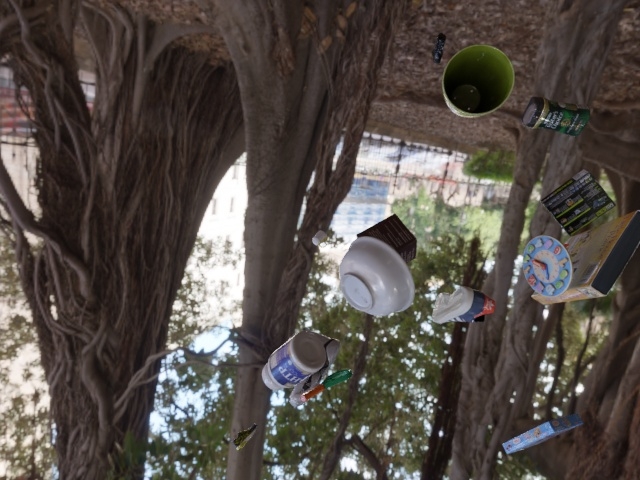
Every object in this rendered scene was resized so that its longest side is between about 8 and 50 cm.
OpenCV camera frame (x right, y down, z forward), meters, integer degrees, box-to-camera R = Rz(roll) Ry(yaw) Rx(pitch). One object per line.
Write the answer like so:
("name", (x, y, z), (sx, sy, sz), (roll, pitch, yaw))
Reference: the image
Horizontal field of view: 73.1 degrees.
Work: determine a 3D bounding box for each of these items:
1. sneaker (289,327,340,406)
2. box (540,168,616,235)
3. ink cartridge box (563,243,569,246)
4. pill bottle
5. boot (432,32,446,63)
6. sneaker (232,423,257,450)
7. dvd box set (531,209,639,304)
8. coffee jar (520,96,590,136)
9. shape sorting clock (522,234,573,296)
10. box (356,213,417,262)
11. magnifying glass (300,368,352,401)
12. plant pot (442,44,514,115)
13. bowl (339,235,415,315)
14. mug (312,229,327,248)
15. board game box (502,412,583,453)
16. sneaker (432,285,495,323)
("sneaker", (-0.078, 0.550, 1.924), (0.210, 0.137, 0.366), (26, -131, 18))
("box", (0.965, -0.140, 1.619), (0.184, 0.191, 0.045), (41, -157, -17))
("ink cartridge box", (0.828, 0.049, 1.535), (0.063, 0.029, 0.115), (3, 151, -5))
("pill bottle", (-0.080, 0.340, 1.191), (0.112, 0.186, 0.112), (25, -139, -24))
("boot", (0.483, -0.792, 1.756), (0.045, 0.099, 0.121), (8, -131, 9))
("sneaker", (-0.207, 0.533, 1.183), (0.035, 0.031, 0.083), (41, -130, 9))
("dvd box set", (0.942, 0.078, 1.535), (0.062, 0.307, 0.420), (35, 171, 9))
("coffee jar", (0.748, -0.398, 1.382), (0.184, 0.096, 0.079), (11, -134, 2))
("shape sorting clock", (0.744, 0.085, 1.426), (0.040, 0.206, 0.206), (-8, -165, -14))
("box", (0.285, 0.027, 1.865), (0.203, 0.168, 0.167), (-30, -121, -8))
("magnifying glass", (0.022, 0.498, 1.492), (0.231, 0.026, 0.092), (-12, 173, -45))
("plant pot", (0.641, -0.637, 1.840), (0.275, 0.275, 0.293), (10, -176, 8))
("bowl", (0.160, 0.146, 1.463), (0.134, 0.298, 0.298), (-32, -146, -33))
("mug", (-0.001, -0.003, 2.145), (0.078, 0.062, 0.064), (39, -127, 12))
("board game box", (0.732, 0.640, 1.428), (0.160, 0.211, 0.039), (3, -132, -30))
("sneaker", (0.551, 0.270, 1.676), (0.148, 0.131, 0.350), (17, 165, -2))
